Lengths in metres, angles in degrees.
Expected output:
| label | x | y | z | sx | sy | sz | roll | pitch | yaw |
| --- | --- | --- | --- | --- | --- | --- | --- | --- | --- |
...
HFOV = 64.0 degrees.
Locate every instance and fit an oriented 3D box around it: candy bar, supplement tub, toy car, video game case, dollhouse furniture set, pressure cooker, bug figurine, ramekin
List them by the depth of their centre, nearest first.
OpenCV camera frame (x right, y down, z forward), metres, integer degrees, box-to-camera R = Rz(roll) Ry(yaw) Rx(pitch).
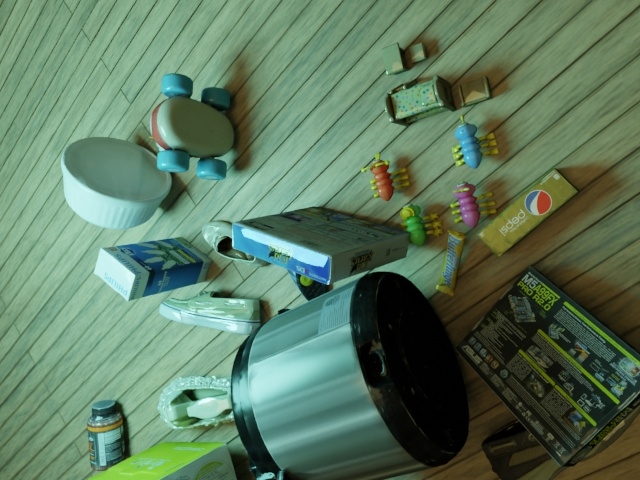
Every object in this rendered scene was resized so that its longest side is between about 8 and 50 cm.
| label | x | y | z | sx | sy | sz | roll | pitch | yaw |
| --- | --- | --- | --- | --- | --- | --- | --- | --- | --- |
| dollhouse furniture set | 0.214 | -0.329 | 0.990 | 0.181 | 0.101 | 0.161 | -13 | 89 | 30 |
| pressure cooker | 0.031 | 0.288 | 1.016 | 0.420 | 0.370 | 0.376 | -28 | 78 | 26 |
| candy bar | 0.262 | 0.044 | 1.027 | 0.040 | 0.018 | 0.162 | 24 | 133 | 28 |
| bug figurine | 0.224 | -0.110 | 1.028 | 0.279 | 0.072 | 0.216 | -20 | 86 | 30 |
| video game case | 0.000 | 0.000 | 1.041 | 0.269 | 0.244 | 0.061 | 18 | 113 | 39 |
| toy car | -0.361 | -0.264 | 1.285 | 0.238 | 0.210 | 0.219 | -3 | 84 | 43 |
| ramekin | -0.546 | -0.146 | 1.365 | 0.273 | 0.273 | 0.127 | 44 | 127 | 19 |
| supplement tub | -0.674 | 0.608 | 1.610 | 0.106 | 0.106 | 0.198 | 0 | 95 | 30 |

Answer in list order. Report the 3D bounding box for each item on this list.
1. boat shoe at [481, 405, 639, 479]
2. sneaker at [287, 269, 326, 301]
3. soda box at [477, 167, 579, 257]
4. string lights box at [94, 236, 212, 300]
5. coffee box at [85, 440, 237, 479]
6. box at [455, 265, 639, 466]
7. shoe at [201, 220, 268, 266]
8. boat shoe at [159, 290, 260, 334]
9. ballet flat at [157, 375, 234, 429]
| label | x | y | z | sx | sy | sz | roll | pitch | yaw |
| --- | --- | --- | --- | --- | --- | --- | --- | --- | --- |
| boat shoe | 0.429 | 0.325 | 0.927 | 0.130 | 0.132 | 0.355 | 45 | 114 | 18 |
| sneaker | -0.053 | 0.053 | 1.219 | 0.069 | 0.082 | 0.209 | -32 | 95 | -10 |
| soda box | 0.383 | -0.050 | 0.950 | 0.181 | 0.058 | 0.061 | -47 | 73 | 26 |
| string lights box | -0.420 | 0.067 | 1.309 | 0.133 | 0.259 | 0.077 | 32 | 110 | 22 |
| coffee box | -0.420 | 0.743 | 1.314 | 0.337 | 0.338 | 0.335 | -20 | 85 | 41 |
| box | 0.400 | 0.210 | 0.892 | 0.216 | 0.060 | 0.270 | -53 | 45 | 13 |
| shoe | -0.227 | 0.006 | 1.307 | 0.219 | 0.058 | 0.077 | 24 | 107 | 25 |
| boat shoe | -0.286 | 0.180 | 1.351 | 0.302 | 0.109 | 0.094 | 6 | 84 | 20 |
| ballet flat | -0.329 | 0.435 | 1.376 | 0.408 | 0.147 | 0.147 | -20 | 86 | 31 |
